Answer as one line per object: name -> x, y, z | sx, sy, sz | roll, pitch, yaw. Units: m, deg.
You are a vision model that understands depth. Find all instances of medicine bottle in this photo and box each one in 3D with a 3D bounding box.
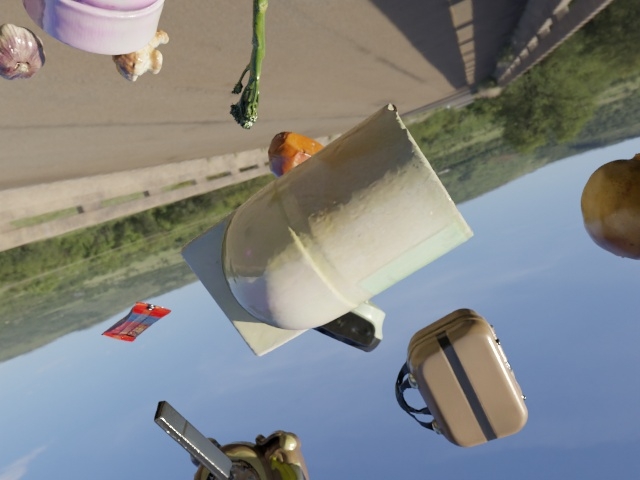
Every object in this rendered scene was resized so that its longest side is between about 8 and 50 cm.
medicine bottle -> -0.299, -0.450, 0.754 | 0.212, 0.212, 0.325 | -24, 164, -39
medicine bottle -> 0.000, 0.000, 0.842 | 0.406, 0.236, 0.236 | -32, -178, 14

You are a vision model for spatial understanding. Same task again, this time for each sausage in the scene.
sausage -> -0.051, -0.254, 1.785 | 0.268, 0.153, 0.141 | 22, 133, -33

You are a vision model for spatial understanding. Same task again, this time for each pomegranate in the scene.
pomegranate -> 0.662, -0.065, 1.139 | 0.233, 0.233, 0.233 | -20, -175, 2

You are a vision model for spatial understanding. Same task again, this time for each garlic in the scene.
garlic -> -0.798, -0.486, 1.434 | 0.159, 0.102, 0.147 | -45, 169, 36

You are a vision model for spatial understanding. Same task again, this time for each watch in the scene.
watch -> -0.177, 0.682, 1.508 | 0.335, 0.314, 0.327 | -18, 159, 1

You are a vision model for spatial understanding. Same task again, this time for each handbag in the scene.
handbag -> 0.316, 0.342, 1.297 | 0.283, 0.302, 0.149 | -24, -167, 11

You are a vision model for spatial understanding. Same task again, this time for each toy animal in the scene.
toy animal -> -0.403, -0.419, 1.098 | 0.104, 0.184, 0.185 | -28, -138, 23

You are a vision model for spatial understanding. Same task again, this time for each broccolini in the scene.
broccolini -> -0.172, -0.433, 1.274 | 0.074, 0.079, 0.392 | -11, 140, -19

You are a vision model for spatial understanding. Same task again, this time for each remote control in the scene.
remote control -> -0.282, 0.449, 1.214 | 0.025, 0.245, 0.063 | -29, -153, 15

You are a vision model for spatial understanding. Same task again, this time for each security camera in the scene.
security camera -> 0.084, 0.093, 1.237 | 0.197, 0.277, 0.191 | 21, 173, 8

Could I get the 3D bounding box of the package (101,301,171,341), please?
package -> -0.426, 0.190, 1.253 | 0.083, 0.022, 0.200 | 18, 141, -37
